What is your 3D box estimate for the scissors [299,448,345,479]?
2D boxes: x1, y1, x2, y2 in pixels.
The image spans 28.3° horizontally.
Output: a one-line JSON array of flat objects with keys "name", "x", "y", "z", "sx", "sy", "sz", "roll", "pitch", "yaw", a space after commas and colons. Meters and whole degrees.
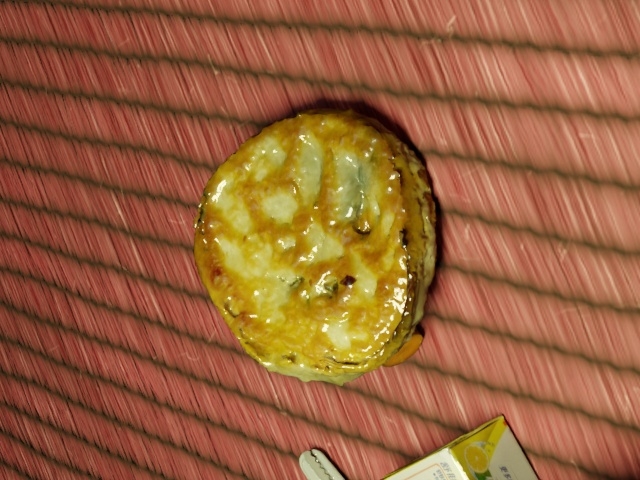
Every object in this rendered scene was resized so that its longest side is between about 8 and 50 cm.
[{"name": "scissors", "x": 0.054, "y": 0.357, "z": 1.562, "sx": 0.242, "sy": 0.030, "sz": 0.118, "roll": 53, "pitch": 133, "yaw": 14}]

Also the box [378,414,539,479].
[{"name": "box", "x": 0.183, "y": 0.346, "z": 1.379, "sx": 0.168, "sy": 0.097, "sz": 0.265, "roll": -41, "pitch": 75, "yaw": 45}]

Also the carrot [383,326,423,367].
[{"name": "carrot", "x": 0.037, "y": 0.039, "z": 1.456, "sx": 0.224, "sy": 0.057, "sz": 0.057, "roll": 57, "pitch": 136, "yaw": 20}]

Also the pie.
[{"name": "pie", "x": 0.000, "y": 0.000, "z": 1.405, "sx": 0.315, "sy": 0.092, "sz": 0.315, "roll": -2, "pitch": 86, "yaw": 33}]
